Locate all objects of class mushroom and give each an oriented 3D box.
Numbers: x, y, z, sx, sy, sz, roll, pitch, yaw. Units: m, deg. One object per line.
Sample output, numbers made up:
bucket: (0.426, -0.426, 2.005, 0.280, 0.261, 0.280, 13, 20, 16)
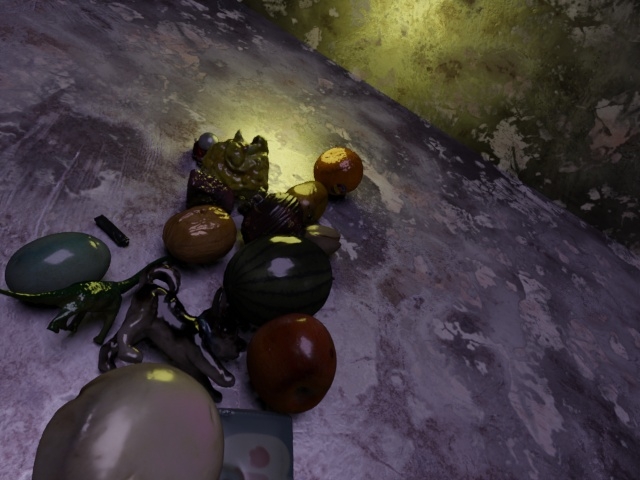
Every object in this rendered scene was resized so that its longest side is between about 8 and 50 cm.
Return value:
mushroom: (-0.317, 0.408, 0.729, 0.315, 0.356, 0.315, -4, 25, 2)

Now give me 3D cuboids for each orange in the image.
orange: (0.079, -0.300, 1.764, 0.219, 0.193, 0.219, -8, 64, 17)

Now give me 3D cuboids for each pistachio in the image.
pistachio: (0.000, 0.000, 1.494, 0.185, 0.124, 0.124, -3, 52, -34)

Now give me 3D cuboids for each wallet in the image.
wallet: (-0.175, 0.568, 0.900, 0.252, 0.083, 0.360, 17, 44, -22)

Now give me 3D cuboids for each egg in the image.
egg: (-0.658, 0.065, 1.028, 0.169, 0.169, 0.236, 45, 47, 15)

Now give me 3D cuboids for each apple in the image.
apple: (-0.069, 0.322, 1.056, 0.253, 0.253, 0.253, 16, 45, -16)

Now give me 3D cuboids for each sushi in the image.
sushi: (-0.365, -0.149, 1.354, 0.161, 0.241, 0.107, 6, 69, -19)

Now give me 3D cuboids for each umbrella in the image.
umbrella: (-0.636, -0.030, 1.233, 0.133, 0.031, 0.036, 40, 70, 9)

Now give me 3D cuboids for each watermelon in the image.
watermelon: (-0.111, 0.117, 1.211, 0.359, 0.279, 0.279, -12, 57, -45)

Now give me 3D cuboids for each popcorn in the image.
popcorn: (-0.316, -0.272, 1.502, 0.250, 0.235, 0.241, 1, 67, -13)

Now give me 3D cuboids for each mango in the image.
mango: (-0.053, -0.160, 1.614, 0.167, 0.130, 0.262, 32, 36, 9)

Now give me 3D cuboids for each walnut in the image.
walnut: (-0.375, -0.021, 1.263, 0.226, 0.193, 0.193, -13, 58, -35)

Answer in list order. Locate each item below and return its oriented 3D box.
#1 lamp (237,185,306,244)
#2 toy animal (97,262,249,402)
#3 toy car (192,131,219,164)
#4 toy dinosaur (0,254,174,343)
lamp: (-0.170, -0.066, 1.384, 0.247, 0.247, 0.247, 16, 45, -16)
toy animal: (-0.345, 0.217, 1.048, 0.344, 0.194, 0.302, 23, 48, -17)
toy car: (-0.443, -0.368, 1.596, 0.112, 0.112, 0.139, 7, 47, -24)
toy dinosaur: (-0.534, 0.097, 1.011, 0.087, 0.447, 0.301, 21, 71, 16)
